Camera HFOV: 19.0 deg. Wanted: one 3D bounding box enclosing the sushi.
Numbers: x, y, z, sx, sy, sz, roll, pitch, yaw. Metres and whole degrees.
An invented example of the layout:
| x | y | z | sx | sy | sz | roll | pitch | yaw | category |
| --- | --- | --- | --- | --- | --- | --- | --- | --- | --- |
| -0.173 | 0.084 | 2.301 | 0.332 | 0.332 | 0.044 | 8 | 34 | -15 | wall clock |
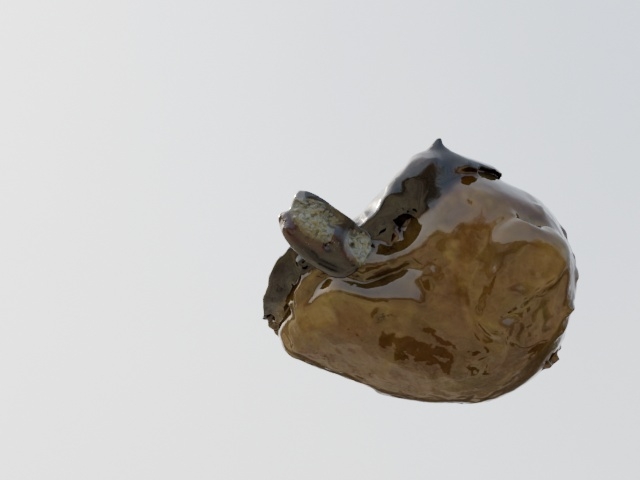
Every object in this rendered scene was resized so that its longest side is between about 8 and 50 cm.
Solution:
| x | y | z | sx | sy | sz | roll | pitch | yaw | category |
| --- | --- | --- | --- | --- | --- | --- | --- | --- | --- |
| 0.000 | 0.000 | 1.546 | 0.083 | 0.046 | 0.044 | 36 | -22 | -23 | sushi |

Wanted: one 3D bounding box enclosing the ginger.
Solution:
| x | y | z | sx | sy | sz | roll | pitch | yaw | category |
| --- | --- | --- | --- | --- | --- | --- | --- | --- | --- |
| 0.108 | 0.057 | 1.754 | 0.223 | 0.269 | 0.200 | 48 | -5 | 16 | ginger |
